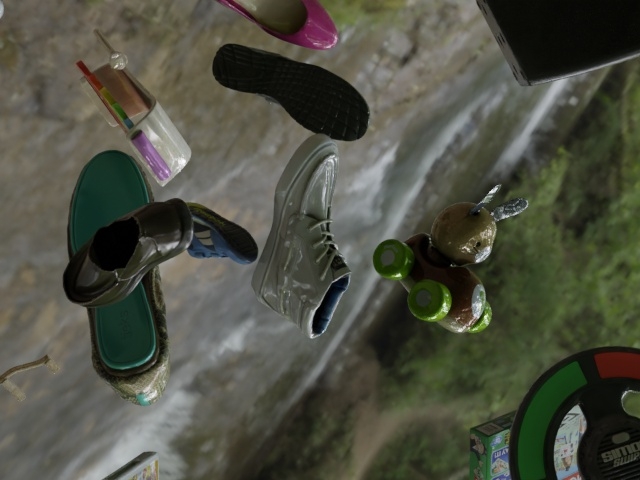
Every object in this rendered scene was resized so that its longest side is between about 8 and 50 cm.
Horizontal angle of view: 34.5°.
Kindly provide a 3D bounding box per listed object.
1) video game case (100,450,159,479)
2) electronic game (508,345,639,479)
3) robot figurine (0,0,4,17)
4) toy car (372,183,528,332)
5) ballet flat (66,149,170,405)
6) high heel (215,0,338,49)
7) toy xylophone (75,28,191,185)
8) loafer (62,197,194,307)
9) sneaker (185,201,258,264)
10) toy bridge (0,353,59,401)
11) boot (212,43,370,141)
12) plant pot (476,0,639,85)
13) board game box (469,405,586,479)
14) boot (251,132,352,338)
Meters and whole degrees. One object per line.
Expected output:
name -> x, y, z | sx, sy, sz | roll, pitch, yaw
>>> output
video game case -> -0.237, 0.388, 1.246 | 0.206, 0.026, 0.227 | -5, 95, -80
electronic game -> 0.302, 0.219, 1.029 | 0.229, 0.229, 0.048 | -56, 171, -13
robot figurine -> -0.615, -0.321, 1.507 | 0.353, 0.300, 0.199 | -130, -153, -64
toy car -> 0.191, 0.011, 1.337 | 0.188, 0.149, 0.155 | -49, 148, 14
ballet flat -> -0.345, 0.073, 1.798 | 0.182, 0.164, 0.483 | 86, -10, -55
high heel -> -0.072, -0.318, 1.392 | 0.082, 0.244, 0.117 | -47, -155, 18
toy xylophone -> -0.330, -0.232, 1.759 | 0.081, 0.236, 0.323 | -37, -151, -7
loafer -> -0.236, 0.011, 1.165 | 0.078, 0.080, 0.220 | 0, 153, -48
sneaker -> -0.142, 0.001, 1.378 | 0.053, 0.144, 0.059 | -9, 124, -52
toy bridge -> -0.611, 0.291, 2.045 | 0.188, 0.063, 0.026 | -40, -150, -7
boot -> -0.018, -0.218, 1.450 | 0.083, 0.246, 0.161 | -68, 164, 16
plant pot -> 0.283, -0.273, 1.202 | 0.167, 0.188, 0.187 | -29, -175, 10
board game box -> 0.391, 0.386, 1.821 | 0.317, 0.046, 0.213 | -14, 111, -33
boot -> 0.000, 0.000, 1.316 | 0.095, 0.123, 0.258 | -20, 138, -44
